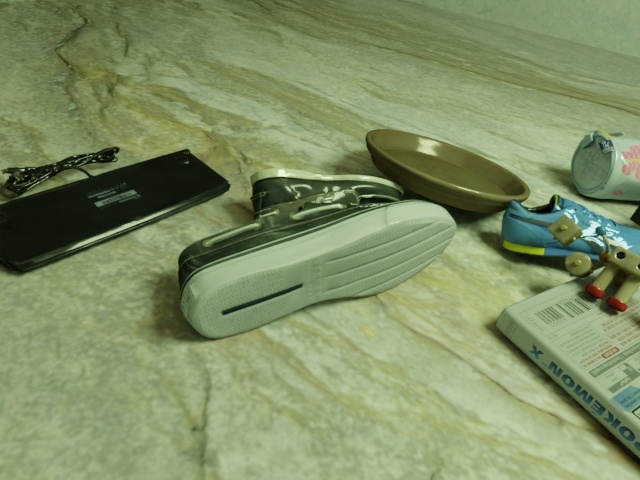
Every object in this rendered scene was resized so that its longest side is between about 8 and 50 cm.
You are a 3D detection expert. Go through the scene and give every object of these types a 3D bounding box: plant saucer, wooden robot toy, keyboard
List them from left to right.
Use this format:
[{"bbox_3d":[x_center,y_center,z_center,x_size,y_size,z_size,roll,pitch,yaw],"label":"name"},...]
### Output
[{"bbox_3d":[-0.307,-0.069,0.636,0.202,0.033,0.317,37,44,25],"label":"keyboard"},{"bbox_3d":[0.203,-0.118,0.749,0.278,0.041,0.277,14,28,-7],"label":"plant saucer"},{"bbox_3d":[0.356,0.040,0.546,0.173,0.076,0.079,40,11,36],"label":"wooden robot toy"}]

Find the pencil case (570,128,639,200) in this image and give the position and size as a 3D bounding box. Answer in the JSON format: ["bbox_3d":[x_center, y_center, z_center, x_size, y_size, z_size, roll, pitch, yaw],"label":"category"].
[{"bbox_3d":[0.602,-0.128,0.816,0.273,0.113,0.124,5,59,-5],"label":"pencil case"}]

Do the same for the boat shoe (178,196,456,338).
[{"bbox_3d":[0.000,0.000,0.523,0.336,0.121,0.119,-13,46,-23],"label":"boat shoe"}]

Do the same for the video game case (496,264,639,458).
[{"bbox_3d":[0.416,0.137,0.493,0.329,0.036,0.300,-14,41,-28],"label":"video game case"}]

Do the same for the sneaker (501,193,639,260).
[{"bbox_3d":[0.361,-0.019,0.623,0.210,0.082,0.069,5,14,9],"label":"sneaker"}]

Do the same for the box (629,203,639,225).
[{"bbox_3d":[0.646,0.006,0.665,0.270,0.060,0.216,0,36,-21],"label":"box"}]

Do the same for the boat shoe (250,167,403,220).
[{"bbox_3d":[0.015,-0.052,0.655,0.233,0.084,0.079,0,75,-22],"label":"boat shoe"}]
